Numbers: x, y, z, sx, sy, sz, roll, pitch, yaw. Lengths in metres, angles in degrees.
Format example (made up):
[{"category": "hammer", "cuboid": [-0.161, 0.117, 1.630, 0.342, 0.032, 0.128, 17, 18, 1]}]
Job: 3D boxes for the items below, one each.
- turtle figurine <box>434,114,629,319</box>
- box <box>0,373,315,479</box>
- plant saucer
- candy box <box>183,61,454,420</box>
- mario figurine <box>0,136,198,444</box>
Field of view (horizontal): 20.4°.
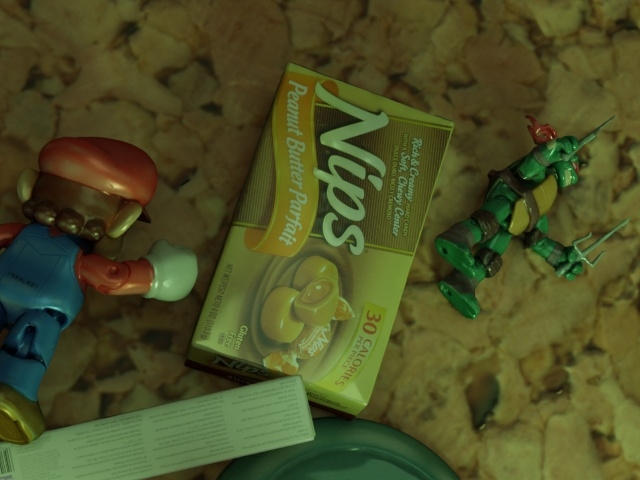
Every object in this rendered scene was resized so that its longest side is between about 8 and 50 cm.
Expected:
[{"category": "turtle figurine", "cuboid": [0.219, -0.030, 1.847, 0.234, 0.118, 0.175, -39, 129, -20]}, {"category": "box", "cuboid": [-0.168, 0.190, 1.649, 0.324, 0.063, 0.067, -13, 85, -3]}, {"category": "plant saucer", "cuboid": [0.029, 0.325, 1.728, 0.317, 0.044, 0.318, 5, 74, -16]}, {"category": "candy box", "cuboid": [0.000, 0.000, 1.779, 0.182, 0.087, 0.316, 20, 70, -5]}, {"category": "mario figurine", "cuboid": [-0.249, 0.044, 1.685, 0.198, 0.170, 0.321, 39, 61, -18]}]
